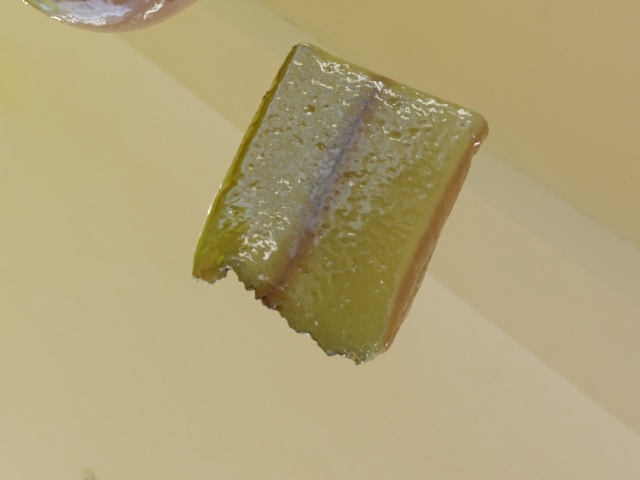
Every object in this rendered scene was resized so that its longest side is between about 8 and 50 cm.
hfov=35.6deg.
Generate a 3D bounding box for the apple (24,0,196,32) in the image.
[{"bbox_3d":[-0.208,-0.391,1.065,0.269,0.345,0.344,35,-60,32],"label":"apple"}]

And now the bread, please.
[{"bbox_3d":[0.000,0.000,1.049,0.233,0.361,0.245,24,-38,5],"label":"bread"}]
